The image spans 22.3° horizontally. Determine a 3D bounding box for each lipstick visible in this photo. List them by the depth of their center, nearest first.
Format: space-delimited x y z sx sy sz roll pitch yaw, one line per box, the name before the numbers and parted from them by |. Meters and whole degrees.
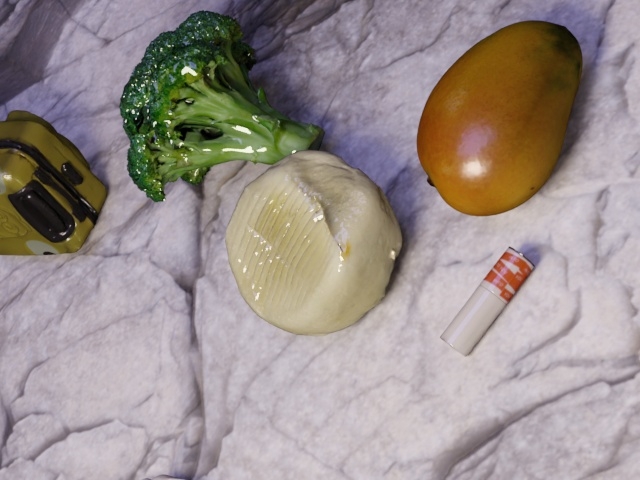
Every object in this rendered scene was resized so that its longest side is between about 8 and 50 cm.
lipstick | 0.189 0.069 1.833 0.130 0.038 0.038 -52 46 -2

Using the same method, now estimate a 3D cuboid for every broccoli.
broccoli | -0.125 -0.166 2.121 0.269 0.269 0.254 -116 31 -42

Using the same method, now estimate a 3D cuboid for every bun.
bun | 0.000 0.000 1.956 0.229 0.145 0.229 9 103 43

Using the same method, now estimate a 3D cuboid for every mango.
mango | 0.205 -0.145 1.891 0.176 0.139 0.254 8 60 27

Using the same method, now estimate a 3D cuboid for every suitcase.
suitcase | -0.431 -0.082 2.287 0.235 0.194 0.143 -1 53 36

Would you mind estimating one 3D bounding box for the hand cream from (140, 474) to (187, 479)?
hand cream | -0.130 0.334 1.904 0.257 0.050 0.084 25 77 40
